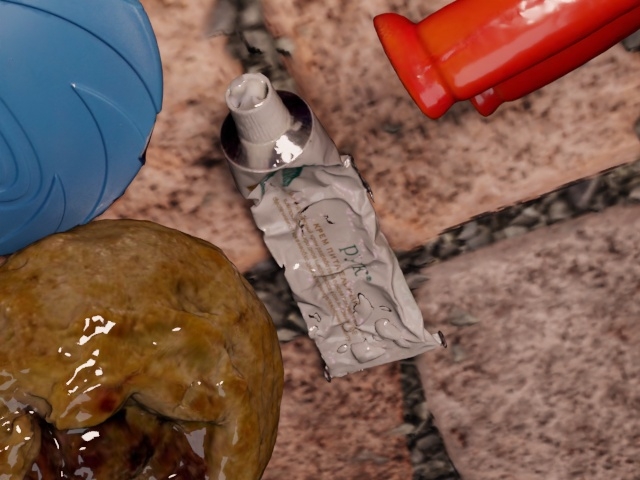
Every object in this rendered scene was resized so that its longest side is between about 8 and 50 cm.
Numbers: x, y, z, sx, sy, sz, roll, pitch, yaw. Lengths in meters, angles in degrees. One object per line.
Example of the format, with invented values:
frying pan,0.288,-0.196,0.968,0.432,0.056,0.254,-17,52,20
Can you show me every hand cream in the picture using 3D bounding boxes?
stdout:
hand cream,0.000,-0.003,0.668,0.084,0.050,0.257,-18,137,11

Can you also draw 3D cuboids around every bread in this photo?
bread,-0.120,0.105,0.650,0.230,0.123,0.229,-12,115,-28

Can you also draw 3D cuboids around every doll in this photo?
doll,0.210,-0.164,0.487,0.384,0.188,0.099,-27,88,17

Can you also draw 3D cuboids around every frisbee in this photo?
frisbee,-0.201,-0.074,0.583,0.242,0.045,0.242,-4,131,-5

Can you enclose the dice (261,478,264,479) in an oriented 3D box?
dice,-0.148,0.312,0.783,0.263,0.264,0.268,7,131,-13
